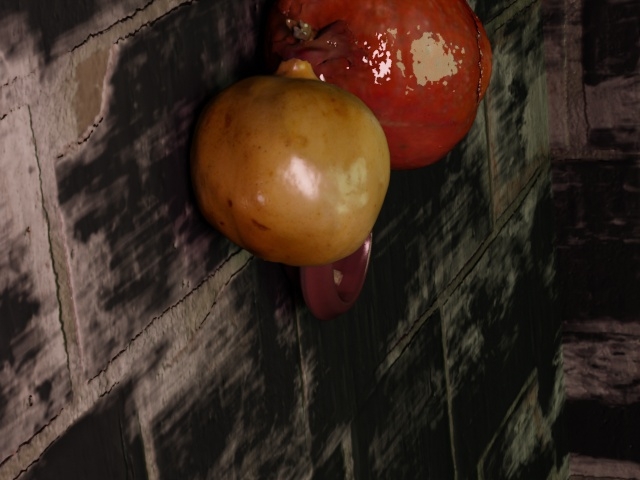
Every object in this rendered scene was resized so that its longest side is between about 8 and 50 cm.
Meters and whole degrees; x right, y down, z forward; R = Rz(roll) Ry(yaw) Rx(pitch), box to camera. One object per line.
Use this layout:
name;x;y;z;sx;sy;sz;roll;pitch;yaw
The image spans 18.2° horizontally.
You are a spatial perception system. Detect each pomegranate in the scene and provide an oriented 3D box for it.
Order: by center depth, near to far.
pomegranate;-0.037;-0.079;2.208;0.233;0.233;0.233;2;90;-69

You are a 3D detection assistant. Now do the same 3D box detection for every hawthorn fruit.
hawthorn fruit;0.044;-0.225;2.364;0.307;0.276;0.276;13;79;-52

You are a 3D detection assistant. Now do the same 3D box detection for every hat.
hat;0.000;0.000;2.479;0.205;0.089;0.205;7;90;-71
